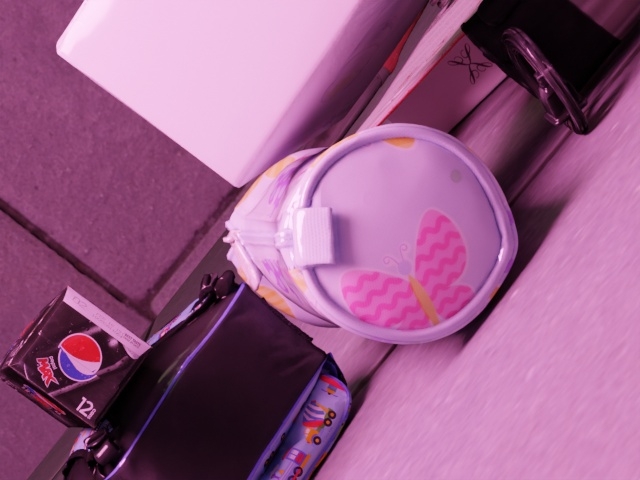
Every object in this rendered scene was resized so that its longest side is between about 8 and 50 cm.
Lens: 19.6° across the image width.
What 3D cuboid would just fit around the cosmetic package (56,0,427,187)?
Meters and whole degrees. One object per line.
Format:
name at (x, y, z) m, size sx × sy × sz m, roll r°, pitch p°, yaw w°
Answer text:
cosmetic package at (-0.007, -0.174, 1.080) m, size 0.224 × 0.138 × 0.224 m, roll -53°, pitch -5°, yaw 21°

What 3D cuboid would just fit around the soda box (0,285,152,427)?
soda box at (-0.140, 0.068, 1.030) m, size 0.053 × 0.060 × 0.169 m, roll -54°, pitch 7°, yaw -11°

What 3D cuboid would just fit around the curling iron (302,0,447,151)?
curling iron at (0.049, -0.153, 1.538) m, size 0.274 × 0.035 × 0.068 m, roll -53°, pitch 5°, yaw -23°

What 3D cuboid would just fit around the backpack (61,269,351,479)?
backpack at (-0.079, 0.121, 1.100) m, size 0.158 × 0.117 × 0.173 m, roll -56°, pitch 8°, yaw -28°

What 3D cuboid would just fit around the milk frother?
milk frother at (0.158, -0.140, 1.067) m, size 0.135 × 0.129 × 0.143 m, roll -51°, pitch 49°, yaw 13°

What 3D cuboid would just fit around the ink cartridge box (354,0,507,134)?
ink cartridge box at (0.130, -0.158, 1.423) m, size 0.261 × 0.066 × 0.296 m, roll -56°, pitch 6°, yaw -37°

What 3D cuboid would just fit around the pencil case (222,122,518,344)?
pencil case at (0.020, -0.004, 1.046) m, size 0.273 × 0.124 × 0.113 m, roll -179°, pitch 103°, yaw -80°
